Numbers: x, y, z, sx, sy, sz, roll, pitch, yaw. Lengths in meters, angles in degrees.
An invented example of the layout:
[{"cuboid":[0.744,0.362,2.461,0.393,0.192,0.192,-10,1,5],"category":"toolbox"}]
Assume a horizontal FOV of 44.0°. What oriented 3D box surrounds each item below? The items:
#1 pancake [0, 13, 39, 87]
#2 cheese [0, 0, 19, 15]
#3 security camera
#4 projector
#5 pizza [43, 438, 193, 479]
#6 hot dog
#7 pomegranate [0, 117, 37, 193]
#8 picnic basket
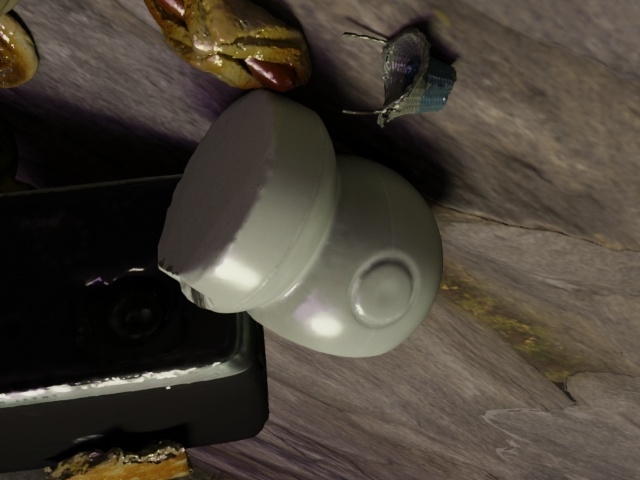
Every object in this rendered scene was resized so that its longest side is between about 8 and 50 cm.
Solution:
[{"cuboid":[-0.341,-0.195,0.750,0.158,0.028,0.158,16,152,9],"category":"pancake"},{"cuboid":[-0.189,-0.196,0.308,0.115,0.326,0.318,28,111,-2],"category":"cheese"},{"cuboid":[0.000,0.000,0.697,0.236,0.194,0.195,27,156,-31],"category":"security camera"},{"cuboid":[-0.264,0.113,0.923,0.396,0.241,0.405,-8,157,-6],"category":"projector"},{"cuboid":[-0.231,0.260,0.926,0.181,0.034,0.262,-3,158,-16],"category":"pizza"},{"cuboid":[-0.076,-0.155,0.585,0.169,0.061,0.078,32,151,-22],"category":"hot dog"},{"cuboid":[-0.403,-0.086,0.877,0.169,0.143,0.122,27,155,13],"category":"pomegranate"},{"cuboid":[0.053,-0.114,0.568,0.083,0.065,0.083,10,163,-16],"category":"picnic basket"}]
